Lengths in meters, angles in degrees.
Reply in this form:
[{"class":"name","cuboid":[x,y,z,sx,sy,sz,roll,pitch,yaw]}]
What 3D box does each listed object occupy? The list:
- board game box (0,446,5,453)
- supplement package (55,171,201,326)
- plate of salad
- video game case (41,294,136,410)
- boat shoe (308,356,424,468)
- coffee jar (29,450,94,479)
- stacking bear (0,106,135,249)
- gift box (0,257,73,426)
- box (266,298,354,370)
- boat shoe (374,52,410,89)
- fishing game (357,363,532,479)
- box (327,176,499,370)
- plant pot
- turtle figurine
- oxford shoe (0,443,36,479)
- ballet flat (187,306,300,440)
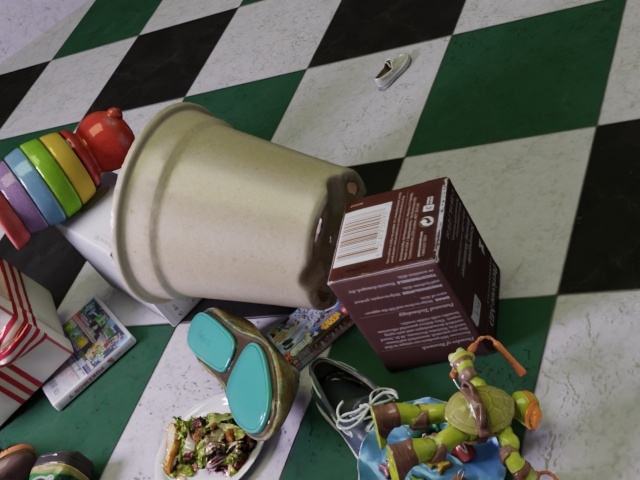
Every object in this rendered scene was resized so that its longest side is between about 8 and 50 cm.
[{"class":"board game box","cuboid":[-0.636,0.440,1.742,0.259,0.030,0.136,-46,-4,-16]},{"class":"supplement package","cuboid":[-0.336,0.007,1.911,0.145,0.204,0.262,-48,38,-16]},{"class":"plate of salad","cuboid":[-0.171,0.302,1.571,0.200,0.048,0.199,-22,37,17]},{"class":"video game case","cuboid":[-0.447,0.203,1.933,0.183,0.023,0.201,-42,35,-10]},{"class":"boat shoe","cuboid":[0.065,0.237,1.427,0.095,0.079,0.254,-34,36,-11]},{"class":"coffee jar","cuboid":[-0.421,0.415,1.616,0.096,0.079,0.184,-15,41,31]},{"class":"stacking bear","cuboid":[-0.461,-0.127,1.866,0.289,0.175,0.164,-36,32,-14]},{"class":"gift box","cuboid":[-0.638,0.175,1.884,0.255,0.276,0.258,-49,37,7]},{"class":"box","cuboid":[-0.010,0.135,1.651,0.137,0.027,0.094,-39,34,-6]},{"class":"boat shoe","cuboid":[0.141,-0.343,2.076,0.100,0.035,0.035,-48,37,-17]},{"class":"fishing game","cuboid":[0.136,0.280,1.305,0.264,0.041,0.189,-38,58,-13]},{"class":"box","cuboid":[0.137,0.050,1.479,0.167,0.203,0.168,-14,40,26]},{"class":"plant pot","cuboid":[-0.105,-0.031,1.636,0.306,0.333,0.333,12,54,24]},{"class":"turtle figurine","cuboid":[0.182,0.228,1.262,0.217,0.087,0.269,-15,51,-9]},{"class":"oxford shoe","cuboid":[-0.548,0.450,1.688,0.098,0.097,0.271,34,76,32]},{"class":"ballet flat","cuboid":[-0.096,0.197,1.572,0.123,0.123,0.348,-41,30,-8]}]
